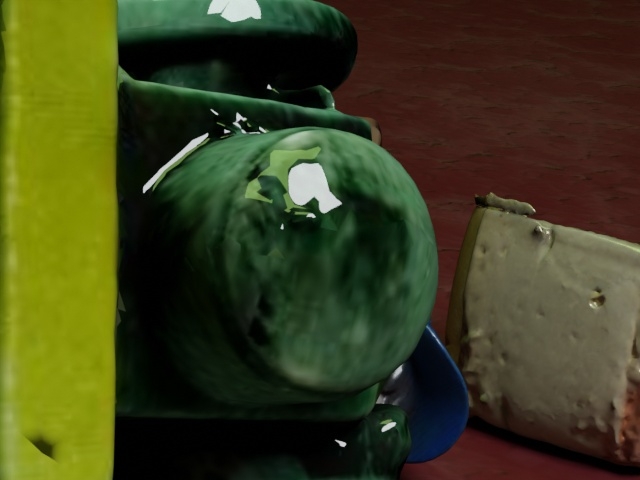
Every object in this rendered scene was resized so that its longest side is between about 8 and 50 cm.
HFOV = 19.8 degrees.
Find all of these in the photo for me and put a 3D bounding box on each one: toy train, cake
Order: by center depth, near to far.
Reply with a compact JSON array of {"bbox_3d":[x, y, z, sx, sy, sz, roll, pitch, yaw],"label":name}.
[{"bbox_3d":[-0.138,0.013,0.461,0.237,0.150,0.369,5,-10,-35],"label":"toy train"},{"bbox_3d":[0.141,0.046,0.790,0.109,0.090,0.225,15,1,33],"label":"cake"}]

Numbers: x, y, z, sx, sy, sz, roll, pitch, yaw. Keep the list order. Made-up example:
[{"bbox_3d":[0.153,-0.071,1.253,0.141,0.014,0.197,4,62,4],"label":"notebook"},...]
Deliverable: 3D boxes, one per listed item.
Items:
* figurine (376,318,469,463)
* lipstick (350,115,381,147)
[{"bbox_3d":[-0.017,0.058,0.659,0.149,0.086,0.087,-20,-11,-32],"label":"figurine"},{"bbox_3d":[0.000,0.000,0.806,0.045,0.045,0.145,7,37,2],"label":"lipstick"}]
